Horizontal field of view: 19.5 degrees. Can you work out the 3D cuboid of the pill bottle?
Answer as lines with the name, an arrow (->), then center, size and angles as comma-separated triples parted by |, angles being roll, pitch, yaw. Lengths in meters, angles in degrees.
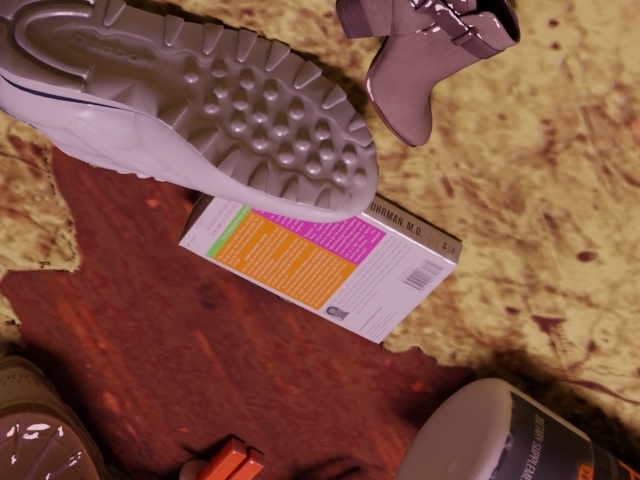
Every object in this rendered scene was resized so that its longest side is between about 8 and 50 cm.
pill bottle -> 0.174, 0.203, 1.218 | 0.245, 0.130, 0.130 | 33, 139, -17

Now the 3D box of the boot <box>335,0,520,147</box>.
boot -> 0.064, -0.101, 0.979 | 0.087, 0.042, 0.118 | -9, 134, 28

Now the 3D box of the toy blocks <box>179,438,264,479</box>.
toy blocks -> -0.044, 0.196, 1.348 | 0.123, 0.054, 0.148 | 49, 117, 6

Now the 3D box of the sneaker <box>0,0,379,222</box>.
sneaker -> -0.078, -0.068, 1.053 | 0.235, 0.090, 0.095 | 25, 150, 4

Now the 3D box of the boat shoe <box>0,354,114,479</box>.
boat shoe -> -0.180, 0.211, 1.377 | 0.104, 0.089, 0.285 | -14, 125, -3

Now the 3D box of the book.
book -> 0.000, 0.000, 1.130 | 0.144, 0.035, 0.096 | 29, 137, -13
